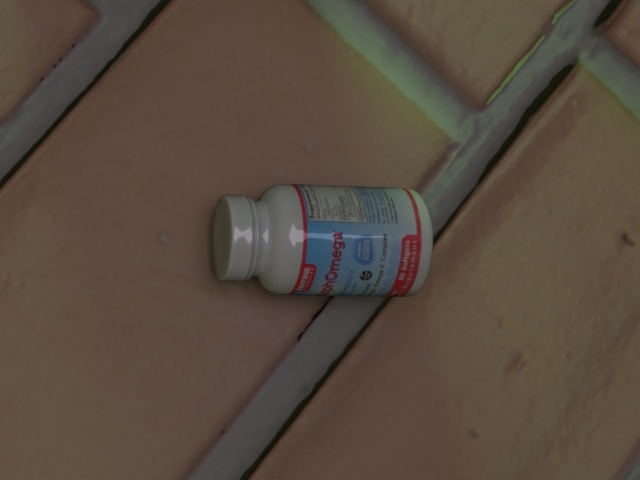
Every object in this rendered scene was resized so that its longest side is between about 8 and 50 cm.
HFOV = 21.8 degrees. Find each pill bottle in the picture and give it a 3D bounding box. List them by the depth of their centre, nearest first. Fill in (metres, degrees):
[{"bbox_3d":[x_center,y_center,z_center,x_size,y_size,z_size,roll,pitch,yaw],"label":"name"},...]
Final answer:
[{"bbox_3d":[0.000,0.000,1.294,0.160,0.087,0.087,1,84,-18],"label":"pill bottle"}]
